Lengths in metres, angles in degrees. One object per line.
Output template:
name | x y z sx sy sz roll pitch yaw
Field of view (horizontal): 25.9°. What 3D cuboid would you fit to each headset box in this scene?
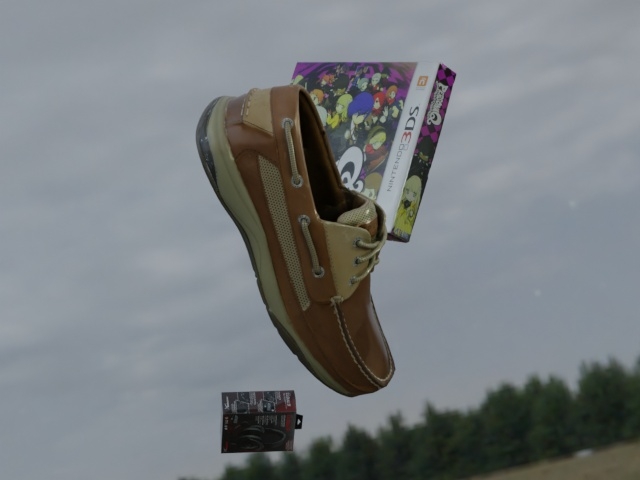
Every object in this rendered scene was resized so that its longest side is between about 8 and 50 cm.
headset box | -0.060 0.184 1.411 0.083 0.032 0.062 0 -48 -7

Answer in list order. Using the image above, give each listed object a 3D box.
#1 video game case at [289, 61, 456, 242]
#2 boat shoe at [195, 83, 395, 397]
video game case | 0.035 -0.109 1.640 0.232 0.210 0.041 8 -14 43
boat shoe | 0.000 0.000 1.325 0.119 0.324 0.122 -19 19 23
